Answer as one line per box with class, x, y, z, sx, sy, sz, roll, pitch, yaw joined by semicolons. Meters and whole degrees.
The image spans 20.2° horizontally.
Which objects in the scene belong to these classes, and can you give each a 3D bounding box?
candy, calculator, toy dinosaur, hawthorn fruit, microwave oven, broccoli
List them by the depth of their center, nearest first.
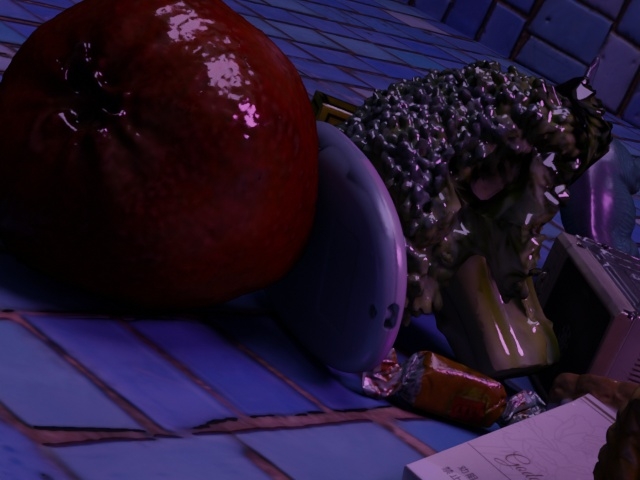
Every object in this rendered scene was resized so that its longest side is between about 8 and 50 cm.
hawthorn fruit;-0.117;-0.061;1.459;0.265;0.265;0.307;34;-5;35
candy;0.116;0.129;1.521;0.182;0.053;0.046;21;7;-18
calculator;0.000;0.000;1.529;0.041;0.185;0.299;0;25;-24
broccoli;0.115;-0.031;1.645;0.277;0.338;0.317;-12;54;-24
microwave oven;0.309;0.109;1.717;0.194;0.145;0.240;18;15;-11
toy dinosaur;0.310;-0.049;2.032;0.129;0.383;0.331;-5;-6;13

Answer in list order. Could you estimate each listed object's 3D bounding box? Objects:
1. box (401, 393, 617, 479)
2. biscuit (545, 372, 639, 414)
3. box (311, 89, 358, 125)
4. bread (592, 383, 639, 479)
box;0.168;0.178;1.344;0.198;0.029;0.109;-15;37;-36
biscuit;0.288;0.178;1.493;0.208;0.049;0.181;38;-20;-31
box;0.071;-0.054;1.917;0.220;0.141;0.064;20;14;-16
bread;0.292;0.187;1.190;0.227;0.253;0.142;20;11;18
